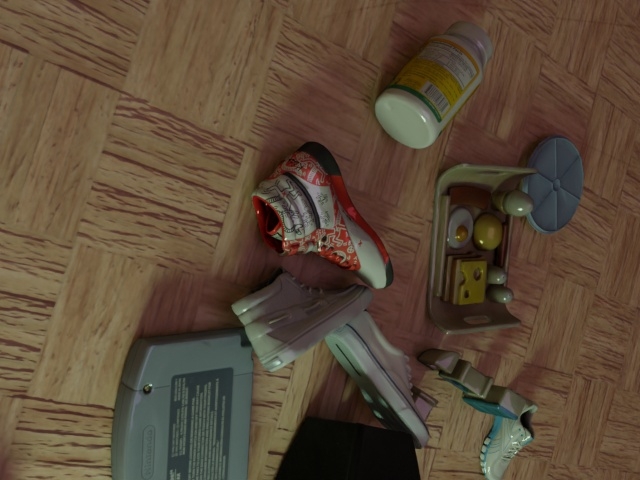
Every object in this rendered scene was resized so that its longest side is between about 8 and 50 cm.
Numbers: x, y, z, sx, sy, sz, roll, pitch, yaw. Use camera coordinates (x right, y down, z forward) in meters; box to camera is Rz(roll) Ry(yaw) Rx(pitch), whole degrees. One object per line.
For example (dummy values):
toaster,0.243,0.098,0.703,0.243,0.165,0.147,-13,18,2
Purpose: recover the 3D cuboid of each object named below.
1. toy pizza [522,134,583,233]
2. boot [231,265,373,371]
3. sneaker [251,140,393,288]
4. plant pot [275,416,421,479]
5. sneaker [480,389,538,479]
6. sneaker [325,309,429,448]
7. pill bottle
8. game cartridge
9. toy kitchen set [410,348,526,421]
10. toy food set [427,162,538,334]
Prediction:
toy pizza,0.465,-0.113,1.523,0.201,0.032,0.201,-9,104,-38
boot,-0.021,0.087,1.128,0.258,0.095,0.123,-29,88,-53
sneaker,-0.001,-0.001,1.132,0.145,0.090,0.270,-42,117,-25
plant pot,0.048,0.373,1.186,0.188,0.188,0.166,22,70,-39
sneaker,0.385,0.402,1.513,0.071,0.083,0.190,20,86,-41
sneaker,0.114,0.224,1.231,0.091,0.094,0.258,-40,105,-27
pill bottle,0.190,-0.259,1.223,0.208,0.118,0.117,-51,124,-20
game cartridge,-0.191,0.274,1.049,0.198,0.062,0.297,0,98,-35
toy kitchen set,0.235,0.308,1.379,0.207,0.122,0.166,35,75,-16
toy food set,0.310,0.015,1.381,0.220,0.092,0.305,-1,98,-39
